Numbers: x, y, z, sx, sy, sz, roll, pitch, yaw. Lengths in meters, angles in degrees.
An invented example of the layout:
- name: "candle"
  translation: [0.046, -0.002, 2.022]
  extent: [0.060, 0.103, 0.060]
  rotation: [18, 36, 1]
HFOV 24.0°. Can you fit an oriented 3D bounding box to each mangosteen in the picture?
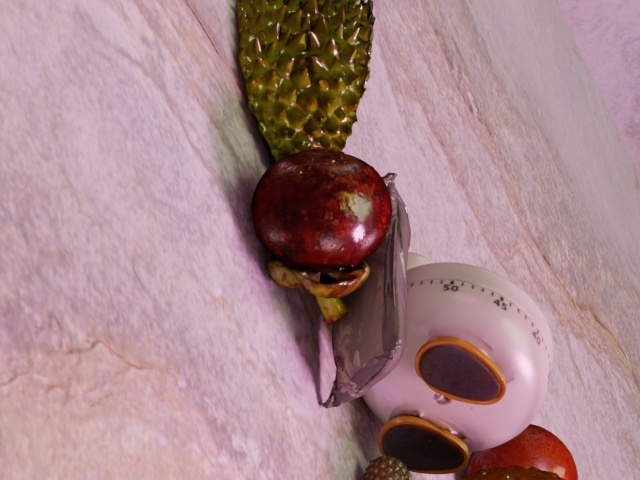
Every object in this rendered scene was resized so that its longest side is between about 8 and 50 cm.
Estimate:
- name: "mangosteen"
  translation: [-0.009, -0.008, 1.588]
  extent: [0.156, 0.146, 0.181]
  rotation: [-53, 166, -66]

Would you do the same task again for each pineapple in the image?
- name: "pineapple"
  translation: [0.063, 0.296, 1.655]
  extent: [0.058, 0.058, 0.124]
  rotation: [63, 29, -29]

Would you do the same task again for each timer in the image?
- name: "timer"
  translation: [0.154, 0.124, 1.751]
  extent: [0.233, 0.234, 0.240]
  rotation: [65, 26, -26]

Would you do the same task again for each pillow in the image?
- name: "pillow"
  translation: [0.055, 0.056, 1.657]
  extent: [0.059, 0.169, 0.255]
  rotation: [19, 52, -23]

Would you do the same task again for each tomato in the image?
- name: "tomato"
  translation: [0.266, 0.325, 2.022]
  extent: [0.167, 0.167, 0.167]
  rotation: [-15, 90, -69]

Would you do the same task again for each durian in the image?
- name: "durian"
  translation: [-0.025, -0.213, 1.734]
  extent: [0.169, 0.158, 0.351]
  rotation: [107, -14, -56]

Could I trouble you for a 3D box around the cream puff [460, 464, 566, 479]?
- name: "cream puff"
  translation: [0.178, 0.381, 1.657]
  extent: [0.303, 0.212, 0.303]
  rotation: [22, 90, -81]
